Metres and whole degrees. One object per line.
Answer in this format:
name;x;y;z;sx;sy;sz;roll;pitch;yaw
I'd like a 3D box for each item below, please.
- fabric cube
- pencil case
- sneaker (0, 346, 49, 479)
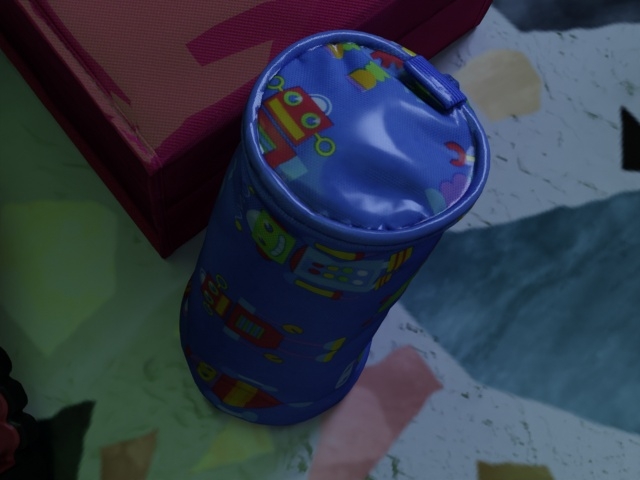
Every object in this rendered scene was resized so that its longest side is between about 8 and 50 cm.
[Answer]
fabric cube;-0.066;-0.182;1.112;0.258;0.259;0.254;-36;84;-9
pencil case;0.000;0.000;1.039;0.119;0.306;0.133;43;67;7
sneaker;-0.261;0.045;1.108;0.136;0.116;0.313;-14;90;12
